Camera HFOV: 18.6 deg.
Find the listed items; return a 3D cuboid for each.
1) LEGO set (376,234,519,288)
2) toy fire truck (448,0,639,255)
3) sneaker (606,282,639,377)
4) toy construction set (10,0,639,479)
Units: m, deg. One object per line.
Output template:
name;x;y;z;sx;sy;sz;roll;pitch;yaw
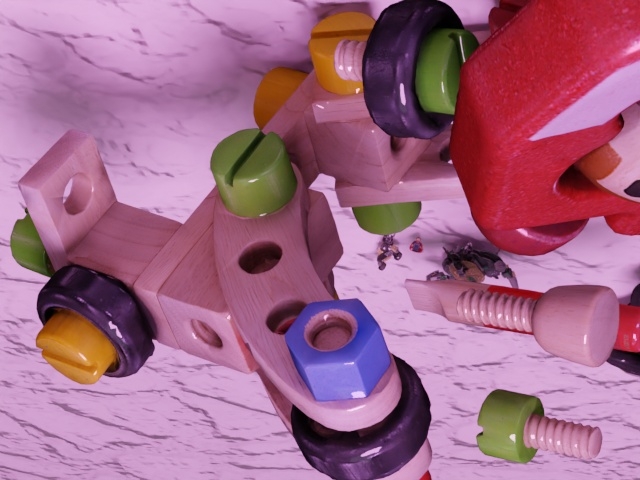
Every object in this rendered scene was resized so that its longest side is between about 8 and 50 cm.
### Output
LEGO set;0.074;0.010;1.105;0.083;0.023;0.054;27;144;-11
toy fire truck;0.180;-0.058;0.732;0.302;0.169;0.254;-10;162;-29
sneaker;0.214;0.041;1.088;0.075;0.063;0.170;11;156;-23
toy construction set;0.000;0.000;0.938;0.237;0.257;0.309;8;164;31
